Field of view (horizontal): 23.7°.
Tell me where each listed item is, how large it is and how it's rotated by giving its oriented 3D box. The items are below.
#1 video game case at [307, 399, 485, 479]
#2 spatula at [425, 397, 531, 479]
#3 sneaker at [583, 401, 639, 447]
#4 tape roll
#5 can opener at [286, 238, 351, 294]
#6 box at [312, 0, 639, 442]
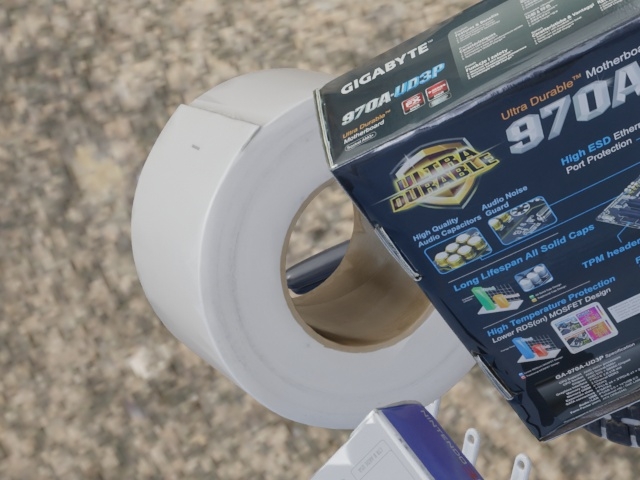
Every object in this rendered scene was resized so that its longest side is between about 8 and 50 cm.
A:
[{"bbox_3d":[0.048,0.271,0.861,0.244,0.061,0.269,-47,68,22],"label":"video game case"},{"bbox_3d":[0.130,0.274,1.441,0.168,0.019,0.242,33,122,42],"label":"spatula"},{"bbox_3d":[0.313,0.120,1.287,0.300,0.121,0.111,28,128,18],"label":"sneaker"},{"bbox_3d":[0.000,0.000,1.118,0.169,0.246,0.246,-156,54,-64],"label":"tape roll"},{"bbox_3d":[0.051,0.010,1.464,0.186,0.059,0.073,-17,63,5],"label":"can opener"},{"bbox_3d":[0.135,-0.032,0.542,0.220,0.051,0.175,-27,130,16],"label":"box"}]
